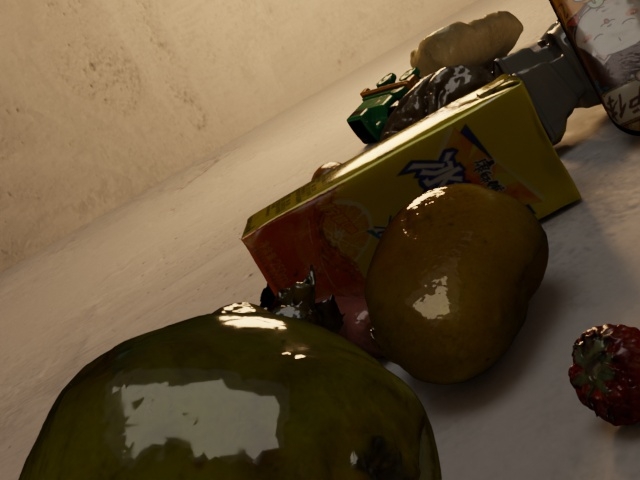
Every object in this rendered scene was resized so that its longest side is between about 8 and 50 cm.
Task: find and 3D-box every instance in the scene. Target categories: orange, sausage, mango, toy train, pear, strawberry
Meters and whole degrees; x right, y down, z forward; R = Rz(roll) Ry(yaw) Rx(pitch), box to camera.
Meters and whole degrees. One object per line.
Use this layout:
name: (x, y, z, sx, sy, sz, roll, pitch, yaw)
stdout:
orange: (0.020, -0.084, 1.815, 0.085, 0.085, 0.085, -28, 13, 7)
sausage: (0.028, 0.089, 1.193, 0.062, 0.062, 0.154, -35, 14, -21)
mango: (0.120, 0.040, 1.040, 0.167, 0.130, 0.262, -18, 23, 27)
toy train: (0.137, -0.247, 2.167, 0.136, 0.091, 0.228, -46, 19, -20)
pear: (-0.062, 0.173, 0.690, 0.269, 0.269, 0.321, -40, 3, -36)
strawberry: (0.216, 0.092, 0.795, 0.083, 0.073, 0.073, 4, 0, -23)

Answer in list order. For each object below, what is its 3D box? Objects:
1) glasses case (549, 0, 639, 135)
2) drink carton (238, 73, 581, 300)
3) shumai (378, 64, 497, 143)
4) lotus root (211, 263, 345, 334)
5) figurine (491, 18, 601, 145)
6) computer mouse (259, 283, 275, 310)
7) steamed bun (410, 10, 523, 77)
glasses case: (0.362, -0.259, 1.393, 0.122, 0.082, 0.321, -22, 55, 8)
drink carton: (0.098, -0.038, 1.307, 0.351, 0.154, 0.111, -29, 13, 6)
shumai: (0.166, -0.106, 1.441, 0.206, 0.166, 0.175, -53, 15, 22)
lotus root: (-0.063, 0.130, 1.071, 0.154, 0.154, 0.278, -20, 17, 37)
figurine: (0.375, -0.247, 1.521, 0.309, 0.143, 0.308, -14, 52, 19)
computer mouse: (0.000, 0.000, 1.469, 0.242, 0.077, 0.146, -44, 0, 16)
steamed bun: (0.266, -0.355, 2.233, 0.231, 0.110, 0.212, -26, -4, 29)
